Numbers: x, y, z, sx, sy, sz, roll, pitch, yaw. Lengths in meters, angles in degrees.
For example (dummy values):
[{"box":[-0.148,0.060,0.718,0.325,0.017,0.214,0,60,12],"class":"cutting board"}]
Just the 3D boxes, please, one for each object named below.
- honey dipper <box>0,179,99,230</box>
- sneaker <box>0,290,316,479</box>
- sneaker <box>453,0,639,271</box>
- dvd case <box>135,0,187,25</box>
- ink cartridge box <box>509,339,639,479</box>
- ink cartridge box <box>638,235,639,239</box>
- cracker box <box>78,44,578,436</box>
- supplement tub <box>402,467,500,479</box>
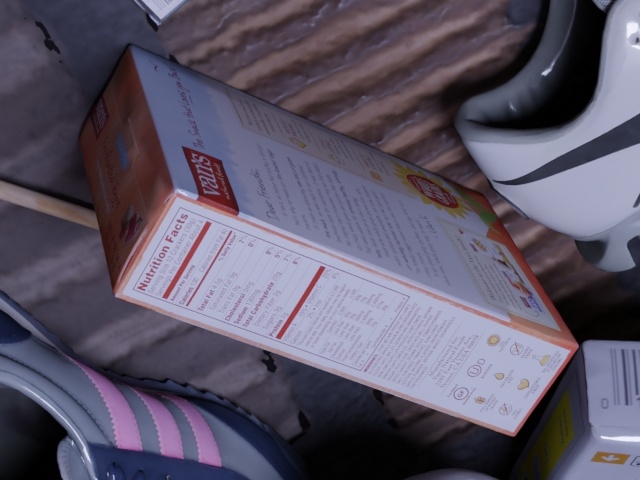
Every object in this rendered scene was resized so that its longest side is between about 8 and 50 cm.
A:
[{"box":[-0.153,-0.022,0.870,0.160,0.030,0.030,19,114,-29],"class":"honey dipper"},{"box":[-0.123,0.131,0.907,0.319,0.131,0.112,29,110,-29],"class":"sneaker"},{"box":[0.202,-0.135,0.840,0.146,0.122,0.330,31,108,-31],"class":"sneaker"},{"box":[-0.085,-0.172,0.804,0.087,0.013,0.119,-40,121,10],"class":"dvd case"},{"box":[0.274,0.144,0.999,0.303,0.072,0.307,1,157,-5],"class":"ink cartridge box"},{"box":[0.290,-0.009,0.963,0.203,0.086,0.148,35,107,-30],"class":"ink cartridge box"},{"box":[0.000,0.000,0.847,0.232,0.156,0.067,22,113,-25],"class":"cracker box"},{"box":[0.004,0.290,0.932,0.316,0.228,0.228,-34,125,26],"class":"supplement tub"}]
